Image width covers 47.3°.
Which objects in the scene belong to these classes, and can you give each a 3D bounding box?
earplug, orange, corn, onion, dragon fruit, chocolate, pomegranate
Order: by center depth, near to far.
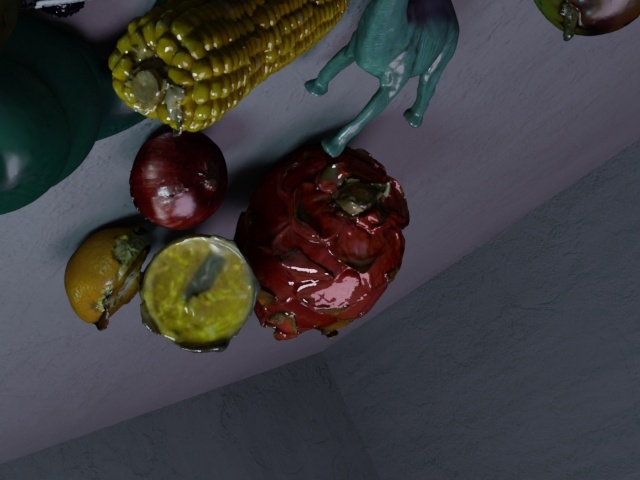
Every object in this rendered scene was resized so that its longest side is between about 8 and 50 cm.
[{"bbox_3d":[-0.226,-0.118,0.625,0.257,0.280,0.164,0,124,3],"label":"earplug"},{"bbox_3d":[-0.061,-0.185,0.632,0.102,0.102,0.313,-39,-174,40],"label":"corn"},{"bbox_3d":[0.356,-0.333,0.881,0.220,0.156,0.156,-27,166,-13],"label":"pomegranate"},{"bbox_3d":[-0.176,-0.077,0.916,0.131,0.131,0.131,-24,165,-7],"label":"onion"},{"bbox_3d":[-0.325,0.048,1.106,0.112,0.170,0.160,19,165,-4],"label":"orange"},{"bbox_3d":[0.000,0.000,1.164,0.277,0.277,0.342,-14,156,-37],"label":"dragon fruit"},{"bbox_3d":[-0.210,0.078,1.170,0.162,0.162,0.445,-22,-176,-13],"label":"chocolate"}]

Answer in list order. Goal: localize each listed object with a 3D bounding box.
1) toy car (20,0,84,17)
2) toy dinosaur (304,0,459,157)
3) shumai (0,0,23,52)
[{"bbox_3d":[-0.184,-0.224,0.505,0.080,0.070,0.171,-19,162,-24],"label":"toy car"},{"bbox_3d":[0.127,-0.266,0.809,0.383,0.129,0.331,-38,169,-46],"label":"toy dinosaur"},{"bbox_3d":[-0.332,-0.124,0.241,0.348,0.395,0.395,-10,176,34],"label":"shumai"}]
